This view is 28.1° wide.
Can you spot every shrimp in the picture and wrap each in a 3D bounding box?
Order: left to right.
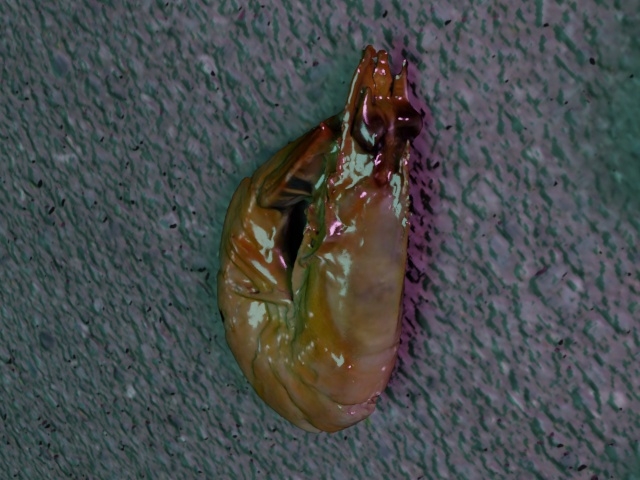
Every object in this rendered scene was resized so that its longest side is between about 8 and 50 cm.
[{"bbox_3d":[0.000,0.000,0.749,0.145,0.061,0.267,40,137,28],"label":"shrimp"}]
